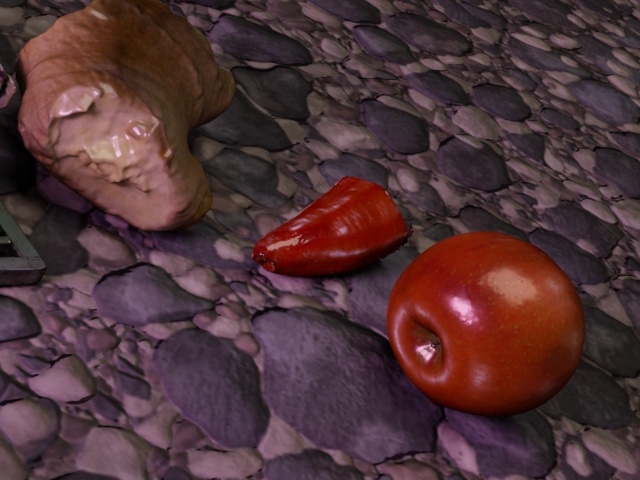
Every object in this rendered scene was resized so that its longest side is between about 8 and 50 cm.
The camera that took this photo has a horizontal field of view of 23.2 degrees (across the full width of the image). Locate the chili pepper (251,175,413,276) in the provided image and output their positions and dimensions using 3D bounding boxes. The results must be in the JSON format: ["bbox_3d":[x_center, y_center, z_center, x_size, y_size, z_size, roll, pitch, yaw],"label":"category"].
[{"bbox_3d":[-0.002,-0.004,1.386,0.088,0.065,0.169,42,36,22],"label":"chili pepper"}]

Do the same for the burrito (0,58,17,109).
[{"bbox_3d":[-0.373,-0.220,1.355,0.175,0.107,0.348,-2,38,-19],"label":"burrito"}]

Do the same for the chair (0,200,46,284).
[{"bbox_3d":[-0.317,-0.052,1.108,0.270,0.147,0.136,-5,44,-42],"label":"chair"}]

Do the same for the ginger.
[{"bbox_3d":[-0.161,-0.111,1.350,0.221,0.130,0.275,48,32,9],"label":"ginger"}]

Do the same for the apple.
[{"bbox_3d":[0.134,0.070,1.294,0.139,0.163,0.163,-8,46,-32],"label":"apple"}]
